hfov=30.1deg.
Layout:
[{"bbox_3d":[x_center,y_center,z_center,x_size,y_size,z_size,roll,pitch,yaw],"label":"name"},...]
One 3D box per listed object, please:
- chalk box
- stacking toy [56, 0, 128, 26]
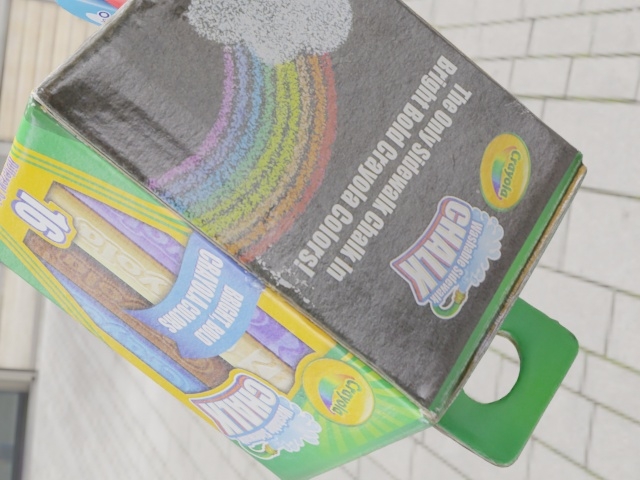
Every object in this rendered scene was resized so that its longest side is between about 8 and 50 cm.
[{"bbox_3d":[0.000,0.000,0.456,0.132,0.213,0.132,-53,7,-31],"label":"chalk box"},{"bbox_3d":[-0.065,-0.245,0.719,0.302,0.175,0.165,153,128,-65],"label":"stacking toy"}]
